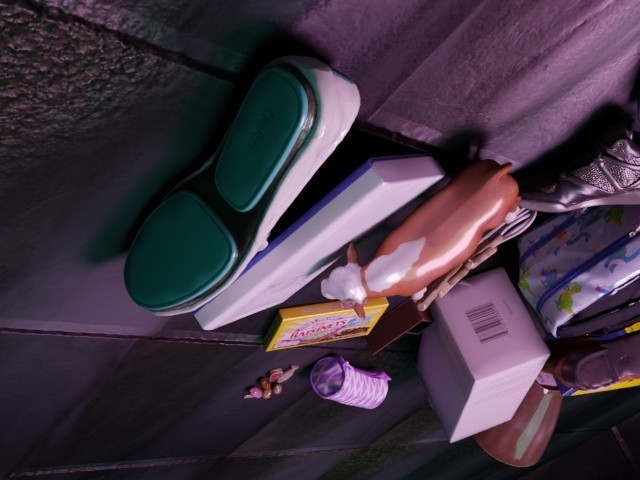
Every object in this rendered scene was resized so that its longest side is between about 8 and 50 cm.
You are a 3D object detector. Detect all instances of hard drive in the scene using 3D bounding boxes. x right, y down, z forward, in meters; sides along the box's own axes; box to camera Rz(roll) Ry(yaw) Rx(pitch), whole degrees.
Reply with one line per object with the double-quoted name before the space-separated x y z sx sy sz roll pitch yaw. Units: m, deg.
"hard drive" 0.000 0.000 1.021 0.319 0.040 0.210 -39 169 27

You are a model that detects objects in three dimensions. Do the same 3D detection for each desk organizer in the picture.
"desk organizer" 0.144 0.160 1.437 0.130 0.050 0.047 -40 146 27

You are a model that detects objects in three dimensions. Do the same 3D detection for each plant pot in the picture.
"plant pot" 0.526 0.423 2.001 0.216 0.215 0.230 -3 131 -31

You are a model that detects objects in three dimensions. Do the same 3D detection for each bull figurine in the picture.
"bull figurine" 0.148 0.005 1.082 0.310 0.101 0.188 -37 166 11

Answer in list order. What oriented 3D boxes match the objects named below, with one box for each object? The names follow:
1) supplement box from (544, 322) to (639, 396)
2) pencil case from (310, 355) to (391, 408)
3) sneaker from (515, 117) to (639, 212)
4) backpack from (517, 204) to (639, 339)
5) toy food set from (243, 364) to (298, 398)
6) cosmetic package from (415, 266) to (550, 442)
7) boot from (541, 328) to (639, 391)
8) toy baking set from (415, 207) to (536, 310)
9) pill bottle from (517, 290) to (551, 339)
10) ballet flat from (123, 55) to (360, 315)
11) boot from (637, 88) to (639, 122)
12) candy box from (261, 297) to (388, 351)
"supplement box" 0.651 0.196 1.693 0.357 0.194 0.195 2 142 -36
"pencil case" 0.060 0.282 1.554 0.088 0.086 0.206 -53 147 4
"sneaker" 0.387 -0.113 1.134 0.228 0.087 0.130 -5 121 14
"backpack" 0.506 0.023 1.292 0.355 0.273 0.290 -51 152 15
"toy food set" -0.098 0.280 1.499 0.078 0.019 0.122 1 143 -35
"cosmetic package" 0.298 0.234 1.518 0.155 0.196 0.365 -19 152 -8
"boot" 0.525 0.205 1.407 0.264 0.096 0.280 -21 178 -4
"toy baking set" 0.251 0.025 1.219 0.256 0.030 0.197 -40 178 -30
"pill bottle" 0.486 0.104 1.496 0.229 0.131 0.131 -28 150 11
"ballet flat" -0.085 -0.046 0.888 0.139 0.139 0.400 6 139 -40
"boot" 0.455 -0.221 1.020 0.069 0.086 0.189 -9 121 -8
"candy box" 0.009 0.142 1.340 0.206 0.027 0.105 -6 143 -27
